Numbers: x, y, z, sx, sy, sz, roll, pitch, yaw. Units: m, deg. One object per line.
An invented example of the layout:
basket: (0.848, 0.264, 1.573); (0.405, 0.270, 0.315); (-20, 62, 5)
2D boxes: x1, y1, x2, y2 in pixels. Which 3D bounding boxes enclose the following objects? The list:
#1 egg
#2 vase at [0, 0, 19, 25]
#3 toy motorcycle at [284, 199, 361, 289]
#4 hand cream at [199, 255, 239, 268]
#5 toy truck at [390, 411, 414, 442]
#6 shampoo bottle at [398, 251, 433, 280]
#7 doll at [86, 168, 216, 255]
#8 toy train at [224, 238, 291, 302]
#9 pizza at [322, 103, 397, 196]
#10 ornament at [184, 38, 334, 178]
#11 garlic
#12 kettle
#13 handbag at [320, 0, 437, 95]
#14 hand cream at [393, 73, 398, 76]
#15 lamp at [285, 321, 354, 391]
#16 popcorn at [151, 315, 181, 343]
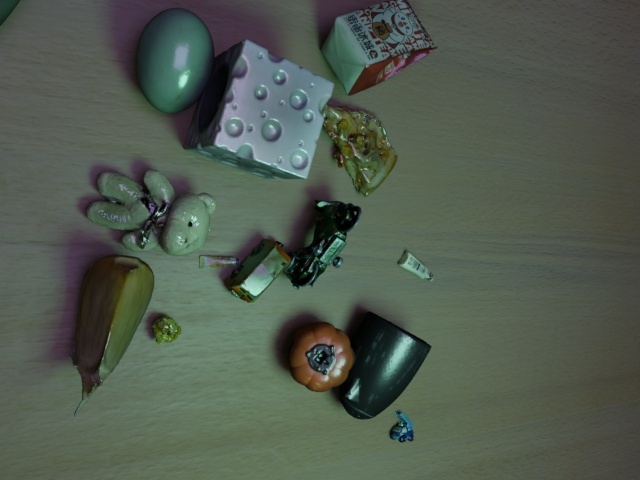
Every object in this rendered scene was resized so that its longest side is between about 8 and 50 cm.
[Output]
egg: (-0.326, -0.401, 1.245); (0.168, 0.168, 0.230); (9, 97, -29)
vase: (-0.683, -0.439, 1.057); (0.173, 0.173, 0.321); (22, 91, -29)
toy motorcycle: (0.000, 0.000, 1.486); (0.125, 0.187, 0.274); (33, 99, -29)
hand cream: (-0.259, 0.056, 1.422); (0.102, 0.022, 0.035); (0, 101, -24)
toy truck: (0.259, 0.589, 1.754); (0.073, 0.056, 0.090); (5, 80, -33)
shampoo bottle: (0.303, 0.090, 1.726); (0.141, 0.034, 0.048); (35, 72, -28)
doll: (-0.390, -0.055, 1.279); (0.278, 0.149, 0.175); (18, 120, -17)
toy train: (-0.159, 0.074, 1.433); (0.188, 0.099, 0.072); (-48, 115, -15)
pizza: (0.106, -0.280, 1.553); (0.189, 0.071, 0.297); (-42, 113, -17)
ornament: (-0.151, -0.293, 1.314); (0.240, 0.239, 0.239); (17, 87, -30)
garlic: (-0.481, 0.188, 1.222); (0.151, 0.196, 0.338); (22, 88, -13)
kettle: (0.177, 0.385, 1.616); (0.268, 0.207, 0.290); (31, 86, -56)
handbag: (0.170, -0.528, 1.492); (0.298, 0.151, 0.171); (-27, 82, -25)
hand cream: (0.149, -0.476, 1.567); (0.186, 0.054, 0.087); (-21, 100, -18)
lamp: (-0.002, 0.316, 1.515); (0.188, 0.164, 0.187); (1, 84, -5)
popcorn: (-0.374, 0.220, 1.358); (0.060, 0.068, 0.083); (-11, 135, 14)
